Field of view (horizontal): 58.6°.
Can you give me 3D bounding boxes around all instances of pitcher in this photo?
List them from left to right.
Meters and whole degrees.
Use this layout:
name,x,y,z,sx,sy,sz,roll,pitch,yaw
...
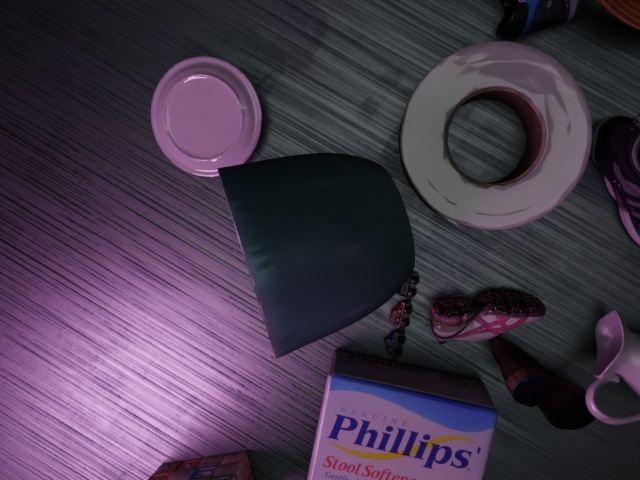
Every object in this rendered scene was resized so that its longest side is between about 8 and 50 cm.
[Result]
name,x,y,z,sx,sy,sz,roll,pitch,yaw
pitcher,0.528,0.228,0.888,0.207,0.125,0.177,24,73,8

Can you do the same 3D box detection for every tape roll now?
name,x,y,z,sx,sy,sz,roll,pitch,yaw
tape roll,0.265,-0.158,0.900,0.286,0.100,0.286,1,96,5

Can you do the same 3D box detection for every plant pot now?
name,x,y,z,sx,sy,sz,roll,pitch,yaw
plant pot,0.000,0.000,0.860,0.235,0.293,0.292,-18,93,-9

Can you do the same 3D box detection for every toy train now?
name,x,y,z,sx,sy,sz,roll,pitch,yaw
toy train,0.137,0.129,0.976,0.036,0.027,0.158,12,96,8

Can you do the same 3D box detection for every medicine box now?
name,x,y,z,sx,sy,sz,roll,pitch,yaw
medicine box,0.119,0.357,0.939,0.264,0.149,0.289,11,97,5

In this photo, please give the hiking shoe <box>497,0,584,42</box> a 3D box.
name,x,y,z,sx,sy,sz,roll,pitch,yaw
hiking shoe,0.287,-0.459,0.862,0.132,0.113,0.304,-23,93,7

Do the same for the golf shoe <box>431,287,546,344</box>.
name,x,y,z,sx,sy,sz,roll,pitch,yaw
golf shoe,0.277,0.130,0.951,0.186,0.067,0.086,-5,124,4

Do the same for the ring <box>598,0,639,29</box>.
name,x,y,z,sx,sy,sz,roll,pitch,yaw
ring,0.507,-0.468,0.843,0.337,0.032,0.336,-1,93,-11

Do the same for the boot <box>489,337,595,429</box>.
name,x,y,z,sx,sy,sz,roll,pitch,yaw
boot,0.369,0.233,0.941,0.219,0.106,0.082,34,109,-29

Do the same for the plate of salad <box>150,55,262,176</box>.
name,x,y,z,sx,sy,sz,roll,pitch,yaw
plate of salad,-0.192,-0.209,0.969,0.200,0.048,0.199,3,104,12

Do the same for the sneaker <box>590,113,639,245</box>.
name,x,y,z,sx,sy,sz,roll,pitch,yaw
sneaker,0.512,-0.072,0.855,0.101,0.153,0.268,-33,91,8

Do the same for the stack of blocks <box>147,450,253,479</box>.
name,x,y,z,sx,sy,sz,roll,pitch,yaw
stack of blocks,-0.223,0.453,0.908,0.171,0.297,0.087,-11,94,8
